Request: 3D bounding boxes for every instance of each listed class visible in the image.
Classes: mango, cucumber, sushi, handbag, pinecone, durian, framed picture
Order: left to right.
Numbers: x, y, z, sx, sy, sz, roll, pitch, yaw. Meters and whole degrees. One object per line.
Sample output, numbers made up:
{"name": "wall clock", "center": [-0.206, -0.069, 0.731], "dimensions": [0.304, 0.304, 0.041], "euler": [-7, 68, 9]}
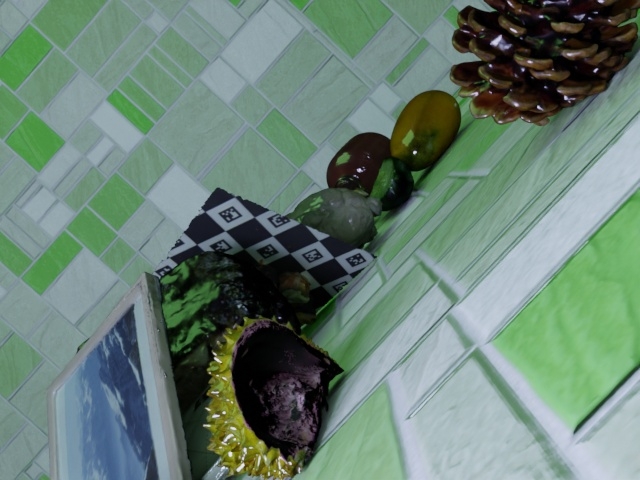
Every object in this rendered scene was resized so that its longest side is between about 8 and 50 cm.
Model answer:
{"name": "framed picture", "center": [-0.230, 0.231, 0.795], "dimensions": [0.247, 0.022, 0.335], "euler": [-46, 43, 24]}
{"name": "sushi", "center": [-0.190, 0.179, 0.990], "dimensions": [0.350, 0.211, 0.171], "euler": [-40, 48, 4]}
{"name": "handbag", "center": [-0.112, 0.215, 0.796], "dimensions": [0.256, 0.079, 0.219], "euler": [-48, 6, 14]}
{"name": "durian", "center": [-0.066, 0.142, 0.630], "dimensions": [0.108, 0.119, 0.186], "euler": [-42, 6, 22]}
{"name": "sushi", "center": [-0.095, 0.067, 1.103], "dimensions": [0.264, 0.290, 0.050], "euler": [-45, 37, 35]}
{"name": "cucumber", "center": [0.142, -0.101, 1.412], "dimensions": [0.244, 0.063, 0.115], "euler": [-91, 20, -85]}
{"name": "mango", "center": [0.213, -0.222, 1.516], "dimensions": [0.221, 0.120, 0.151], "euler": [-58, 10, -33]}
{"name": "pinecone", "center": [0.229, -0.219, 0.722], "dimensions": [0.185, 0.169, 0.212], "euler": [-71, 6, -46]}

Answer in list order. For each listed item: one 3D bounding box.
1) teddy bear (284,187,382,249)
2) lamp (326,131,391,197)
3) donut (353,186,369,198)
{"name": "teddy bear", "center": [-0.001, -0.001, 1.310], "dimensions": [0.236, 0.151, 0.267], "euler": [-17, -5, -33]}
{"name": "lamp", "center": [0.112, -0.172, 1.871], "dimensions": [0.180, 0.180, 0.258], "euler": [-45, 4, 40]}
{"name": "donut", "center": [0.040, -0.030, 1.632], "dimensions": [0.187, 0.144, 0.126], "euler": [4, 50, 46]}
